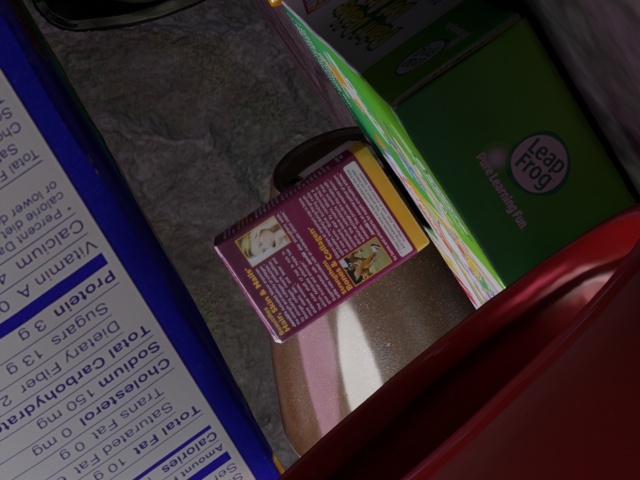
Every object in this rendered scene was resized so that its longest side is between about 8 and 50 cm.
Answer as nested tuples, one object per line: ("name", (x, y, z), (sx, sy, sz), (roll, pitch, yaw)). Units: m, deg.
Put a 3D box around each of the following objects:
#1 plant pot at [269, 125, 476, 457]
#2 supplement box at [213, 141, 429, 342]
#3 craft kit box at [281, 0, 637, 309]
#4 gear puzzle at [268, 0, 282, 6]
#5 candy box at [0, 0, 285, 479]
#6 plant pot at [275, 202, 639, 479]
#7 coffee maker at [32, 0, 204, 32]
("plant pot", (0.044, 0.033, 1.211), (0.215, 0.215, 0.230), (-122, 13, -57))
("supplement box", (0.000, 0.000, 0.698), (0.055, 0.083, 0.043), (57, -179, -8))
("craft kit box", (0.086, 0.009, 0.604), (0.250, 0.061, 0.246), (56, 179, -18))
("gear puzzle", (-0.106, -0.309, 1.300), (0.339, 0.044, 0.175), (57, -179, 21))
("candy box", (-0.153, -0.062, 0.460), (0.268, 0.122, 0.317), (53, 171, 41))
("plant pot", (0.072, 0.109, 0.391), (0.174, 0.191, 0.191), (47, -179, 1))
("coffee maker", (-0.080, -0.157, 0.428), (0.171, 0.120, 0.178), (41, 172, 2))
